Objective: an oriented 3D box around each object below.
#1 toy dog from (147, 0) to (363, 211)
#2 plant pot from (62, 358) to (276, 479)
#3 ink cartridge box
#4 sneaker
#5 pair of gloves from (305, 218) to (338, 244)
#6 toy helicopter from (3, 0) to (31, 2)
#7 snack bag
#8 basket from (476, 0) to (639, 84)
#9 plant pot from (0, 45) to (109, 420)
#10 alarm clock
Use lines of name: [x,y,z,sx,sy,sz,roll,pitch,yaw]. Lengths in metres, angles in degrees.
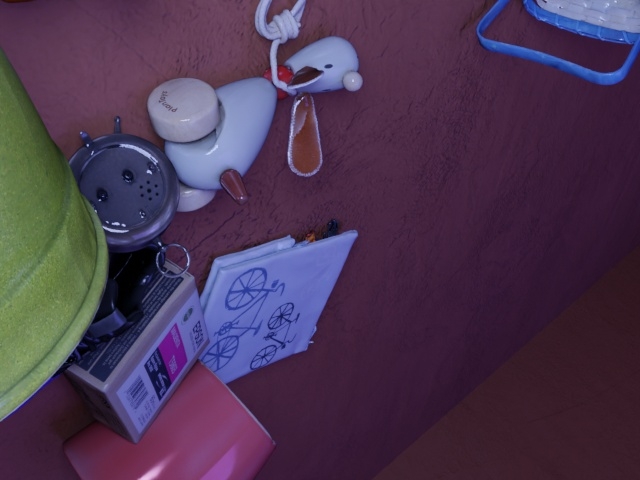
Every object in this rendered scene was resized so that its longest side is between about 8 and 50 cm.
toy dog: [-0.062,-0.147,1.066,0.334,0.161,0.220,-44,153,-9]
plant pot: [-0.221,0.337,1.352,0.243,0.275,0.275,-42,153,-15]
ink cartridge box: [-0.248,0.151,1.187,0.193,0.088,0.234,-54,164,-24]
sneaker: [-0.286,0.089,0.985,0.293,0.146,0.102,-55,136,-25]
pair of gloves: [0.000,0.000,1.523,0.083,0.010,0.074,-32,149,-32]
toy helicopter: [-0.211,-0.292,0.573,0.355,0.140,0.235,-74,160,-78]
snack bag: [-0.096,0.120,1.505,0.342,0.037,0.323,-17,140,-44]
basket: [0.425,-0.390,1.375,0.289,0.255,0.201,-51,148,-17]
plant pot: [-0.356,-0.085,0.547,0.366,0.366,0.353,-33,138,-29]
alarm clock: [-0.212,-0.039,0.967,0.129,0.192,0.064,-39,-175,-20]
